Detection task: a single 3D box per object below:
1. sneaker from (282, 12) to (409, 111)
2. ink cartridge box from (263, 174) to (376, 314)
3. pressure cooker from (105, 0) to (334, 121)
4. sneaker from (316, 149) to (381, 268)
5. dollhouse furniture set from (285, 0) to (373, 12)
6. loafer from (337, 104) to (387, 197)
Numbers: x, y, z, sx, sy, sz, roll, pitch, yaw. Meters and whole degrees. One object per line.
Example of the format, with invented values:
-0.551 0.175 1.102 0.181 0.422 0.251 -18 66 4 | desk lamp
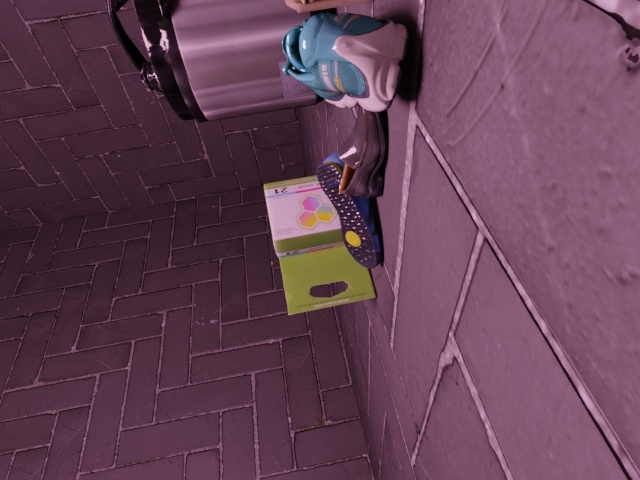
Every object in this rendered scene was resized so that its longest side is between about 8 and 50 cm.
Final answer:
0.011 -0.214 0.476 0.275 0.110 0.106 -117 39 -69 | sneaker
0.000 0.000 0.850 0.097 0.189 0.255 89 169 -64 | ink cartridge box
-0.198 -0.439 0.855 0.375 0.421 0.369 -105 5 -64 | pressure cooker
0.068 -0.054 0.712 0.069 0.082 0.209 -5 115 46 | sneaker
-0.006 -0.383 0.453 0.181 0.101 0.160 84 175 -57 | dollhouse furniture set
0.055 -0.120 0.581 0.170 0.061 0.062 84 176 -49 | loafer
